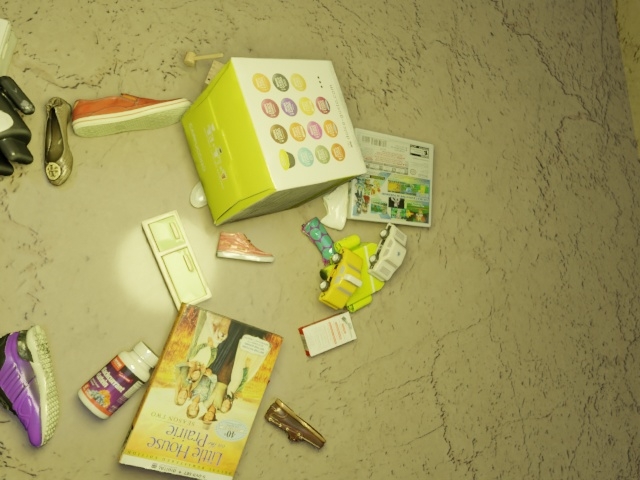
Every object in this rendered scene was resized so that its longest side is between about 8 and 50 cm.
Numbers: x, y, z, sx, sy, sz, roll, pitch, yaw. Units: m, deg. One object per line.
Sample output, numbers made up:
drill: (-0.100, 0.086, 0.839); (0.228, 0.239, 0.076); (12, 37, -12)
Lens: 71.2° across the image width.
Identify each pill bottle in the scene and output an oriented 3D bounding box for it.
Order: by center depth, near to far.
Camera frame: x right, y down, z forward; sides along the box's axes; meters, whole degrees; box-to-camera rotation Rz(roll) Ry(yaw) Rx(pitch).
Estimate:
pill bottle: (-0.527, 0.364, 1.188); (0.193, 0.108, 0.108); (-45, 100, -21)

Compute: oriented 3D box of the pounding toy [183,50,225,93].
pounding toy: (-0.318, -0.478, 1.344); (0.206, 0.181, 0.094); (21, 76, -17)

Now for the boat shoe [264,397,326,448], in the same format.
boat shoe: (-0.077, 0.569, 1.358); (0.207, 0.073, 0.073); (40, 72, -4)

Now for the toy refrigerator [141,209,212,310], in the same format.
toy refrigerator: (-0.412, 0.059, 1.282); (0.102, 0.094, 0.269); (-22, 91, -22)

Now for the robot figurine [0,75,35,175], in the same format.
robot figurine: (-0.853, -0.300, 1.121); (0.278, 0.174, 0.209); (56, 45, -6)

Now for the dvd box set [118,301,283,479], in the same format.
dvd box set: (-0.312, 0.415, 1.222); (0.308, 0.062, 0.420); (26, 77, -22)

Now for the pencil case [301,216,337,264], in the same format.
pencil case: (0.000, 0.000, 1.466); (0.070, 0.064, 0.151); (-38, 98, -22)

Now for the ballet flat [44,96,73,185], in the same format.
ballet flat: (-0.719, -0.273, 1.213); (0.084, 0.058, 0.249); (-3, 81, 9)

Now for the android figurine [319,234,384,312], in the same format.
android figurine: (0.119, 0.105, 1.470); (0.273, 0.056, 0.248); (-24, 108, -35)

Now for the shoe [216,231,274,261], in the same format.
shoe: (-0.226, 0.020, 1.375); (0.178, 0.063, 0.081); (8, 85, -16)

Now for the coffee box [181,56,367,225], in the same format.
coffee box: (-0.138, -0.269, 1.259); (0.334, 0.338, 0.337); (-17, 88, -40)

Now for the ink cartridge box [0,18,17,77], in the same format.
ink cartridge box: (-0.933, -0.517, 1.159); (0.213, 0.093, 0.154); (12, 79, -18)

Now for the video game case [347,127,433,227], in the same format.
video game case: (0.244, -0.206, 1.522); (0.329, 0.036, 0.299); (5, 86, -27)

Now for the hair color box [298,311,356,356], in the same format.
hair color box: (0.022, 0.299, 1.441); (0.167, 0.053, 0.093); (-16, 88, -21)

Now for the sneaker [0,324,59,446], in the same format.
sneaker: (-0.752, 0.371, 1.112); (0.146, 0.102, 0.293); (-11, 82, -18)

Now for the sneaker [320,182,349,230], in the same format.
sneaker: (0.056, -0.146, 1.506); (0.094, 0.080, 0.212); (16, 78, -7)

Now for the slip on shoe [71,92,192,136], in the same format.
slip on shoe: (-0.537, -0.377, 1.285); (0.332, 0.123, 0.101); (-14, 84, -18)

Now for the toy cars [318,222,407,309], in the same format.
toy cars: (0.157, 0.079, 1.408); (0.394, 0.087, 0.176); (-26, 110, -32)

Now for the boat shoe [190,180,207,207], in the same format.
boat shoe: (-0.325, -0.176, 1.363); (0.066, 0.063, 0.184); (47, 69, -10)

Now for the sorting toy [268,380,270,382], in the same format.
sorting toy: (-0.273, 0.466, 1.306); (0.132, 0.046, 0.274); (43, 71, -11)
